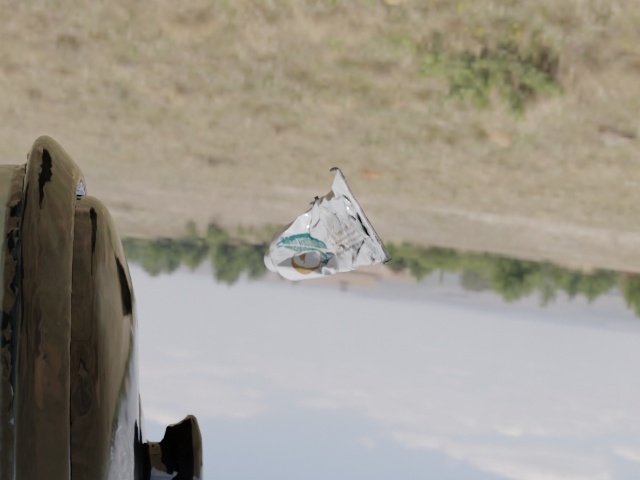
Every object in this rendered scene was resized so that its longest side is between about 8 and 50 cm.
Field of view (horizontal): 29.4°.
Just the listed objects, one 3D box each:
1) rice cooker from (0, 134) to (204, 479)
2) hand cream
[{"bbox_3d":[-0.154,0.084,0.424,0.227,0.241,0.280,-1,-154,-8],"label":"rice cooker"},{"bbox_3d":[0.003,-0.002,1.042,0.050,0.084,0.257,-25,178,-20],"label":"hand cream"}]
